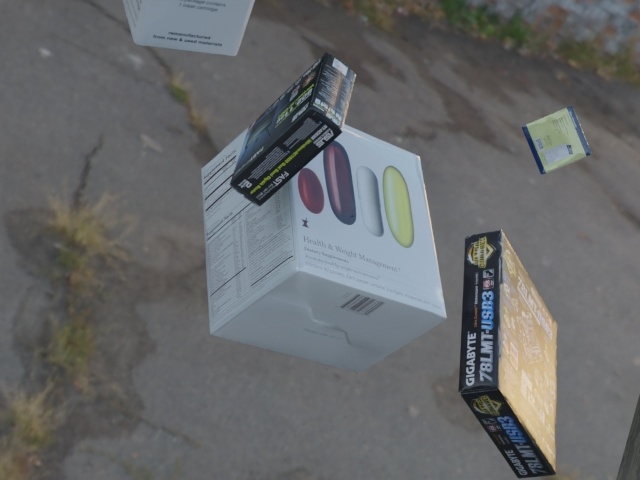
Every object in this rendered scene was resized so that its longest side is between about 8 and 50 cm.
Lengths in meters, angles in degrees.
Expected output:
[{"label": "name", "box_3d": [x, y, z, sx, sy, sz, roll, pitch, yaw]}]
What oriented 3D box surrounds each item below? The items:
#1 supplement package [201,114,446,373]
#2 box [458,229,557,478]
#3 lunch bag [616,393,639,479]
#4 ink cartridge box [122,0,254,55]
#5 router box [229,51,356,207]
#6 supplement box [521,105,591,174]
[{"label": "supplement package", "box_3d": [0.000, 0.000, 1.200, 0.194, 0.149, 0.203, 19, 50, -35]}, {"label": "box", "box_3d": [0.305, 0.184, 1.868, 0.295, 0.073, 0.293, 53, 34, -44]}, {"label": "lunch bag", "box_3d": [0.290, 0.106, 0.564, 0.256, 0.305, 0.212, 15, -2, 10]}, {"label": "ink cartridge box", "box_3d": [-0.117, -0.352, 1.151, 0.114, 0.273, 0.197, 3, 43, -25]}, {"label": "router box", "box_3d": [-0.025, -0.099, 1.049, 0.038, 0.122, 0.092, 35, 37, -19]}, {"label": "supplement box", "box_3d": [0.367, -0.155, 1.819, 0.056, 0.083, 0.083, -13, 81, -78]}]
